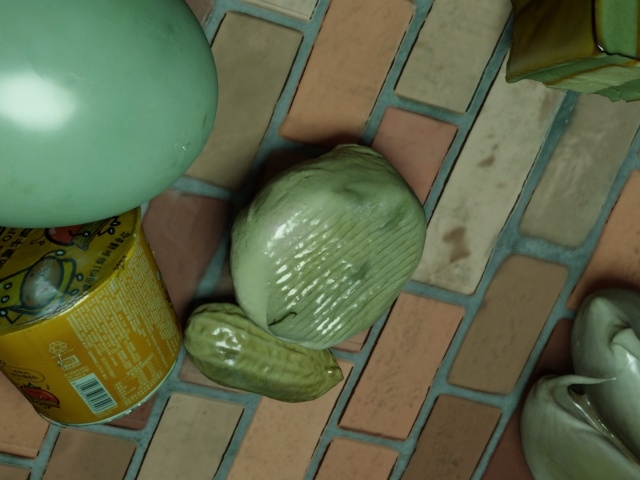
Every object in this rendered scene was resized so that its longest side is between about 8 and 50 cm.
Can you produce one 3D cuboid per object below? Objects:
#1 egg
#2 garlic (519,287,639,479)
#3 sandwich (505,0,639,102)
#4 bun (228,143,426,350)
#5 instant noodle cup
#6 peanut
[{"bbox_3d":[-0.273,-0.151,1.518,0.389,0.276,0.276,14,110,-22],"label":"egg"},{"bbox_3d":[0.317,0.194,1.916,0.231,0.246,0.340,-30,137,11],"label":"garlic"},{"bbox_3d":[0.283,-0.261,1.715,0.155,0.198,0.227,11,83,-21],"label":"sandwich"},{"bbox_3d":[0.000,0.000,1.778,0.210,0.116,0.237,-47,144,0],"label":"bun"},{"bbox_3d":[-0.237,0.062,1.687,0.216,0.216,0.172,-28,130,-3],"label":"instant noodle cup"},{"bbox_3d":[-0.061,0.121,1.835,0.194,0.083,0.093,25,131,-35],"label":"peanut"}]
